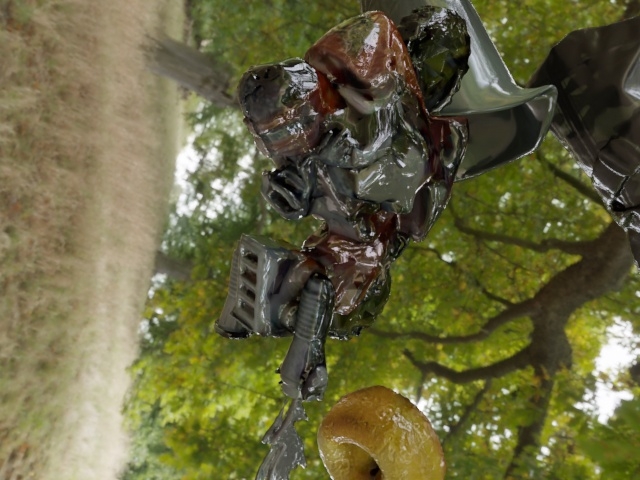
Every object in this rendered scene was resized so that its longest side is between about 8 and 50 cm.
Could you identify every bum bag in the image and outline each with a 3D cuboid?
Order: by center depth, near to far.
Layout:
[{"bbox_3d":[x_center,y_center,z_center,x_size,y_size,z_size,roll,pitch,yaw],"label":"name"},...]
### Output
[{"bbox_3d":[0.338,-0.066,0.674,0.095,0.341,0.144,-22,171,-43],"label":"bum bag"}]

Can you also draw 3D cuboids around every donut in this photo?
[{"bbox_3d":[0.069,0.285,0.894,0.190,0.174,0.074,-5,-161,46],"label":"donut"}]

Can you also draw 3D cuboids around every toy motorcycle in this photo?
[{"bbox_3d":[0.000,0.000,0.519,0.134,0.207,0.401,26,-77,41],"label":"toy motorcycle"}]

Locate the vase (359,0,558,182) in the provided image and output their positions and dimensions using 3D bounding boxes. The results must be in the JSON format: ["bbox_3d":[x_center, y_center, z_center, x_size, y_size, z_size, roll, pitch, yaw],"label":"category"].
[{"bbox_3d":[0.105,-0.203,0.737,0.251,0.156,0.301,-34,-125,38],"label":"vase"}]
